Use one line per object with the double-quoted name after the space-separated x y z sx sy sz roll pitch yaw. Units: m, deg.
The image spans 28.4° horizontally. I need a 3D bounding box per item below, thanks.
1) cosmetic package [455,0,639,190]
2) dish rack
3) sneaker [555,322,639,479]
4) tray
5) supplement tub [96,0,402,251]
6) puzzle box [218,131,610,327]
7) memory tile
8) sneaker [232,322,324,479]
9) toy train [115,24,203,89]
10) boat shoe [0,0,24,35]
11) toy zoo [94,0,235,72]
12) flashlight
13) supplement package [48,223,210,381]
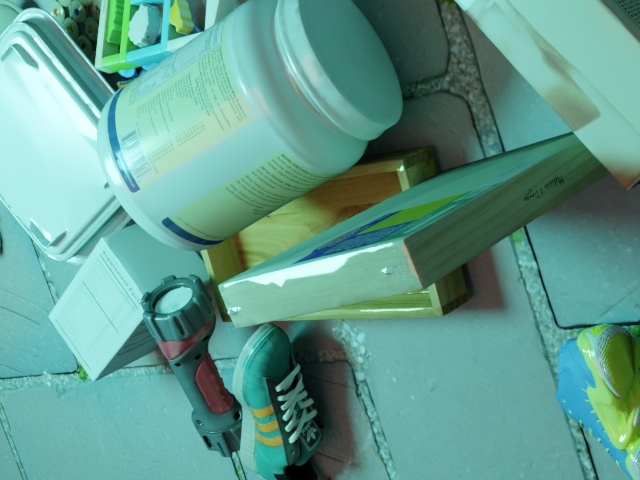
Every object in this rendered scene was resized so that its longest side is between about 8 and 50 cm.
0.281 -0.213 1.277 0.296 0.153 0.129 52 134 13 "cosmetic package"
-0.410 -0.142 1.867 0.333 0.072 0.285 51 123 4 "dish rack"
0.351 0.207 1.472 0.126 0.091 0.240 -10 103 64 "sneaker"
0.000 0.000 1.694 0.411 0.076 0.203 -5 105 43 "tray"
-0.087 -0.152 1.548 0.324 0.235 0.235 -29 89 28 "supplement tub"
0.120 -0.022 1.331 0.272 0.409 0.052 -14 99 47 "puzzle box"
-0.355 -0.334 1.910 0.148 0.012 0.113 49 135 14 "memory tile"
-0.048 0.246 1.828 0.121 0.108 0.302 24 139 25 "sneaker"
-0.214 -0.238 1.781 0.184 0.080 0.105 -5 115 43 "toy train"
-0.454 -0.220 1.987 0.324 0.116 0.096 64 165 -2 "boat shoe"
-0.194 -0.338 1.682 0.293 0.030 0.192 -6 77 44 "toy zoo"
-0.165 0.190 1.866 0.103 0.103 0.304 18 143 44 "flashlight"
-0.297 0.089 1.966 0.139 0.134 0.244 54 136 10 "supplement package"
